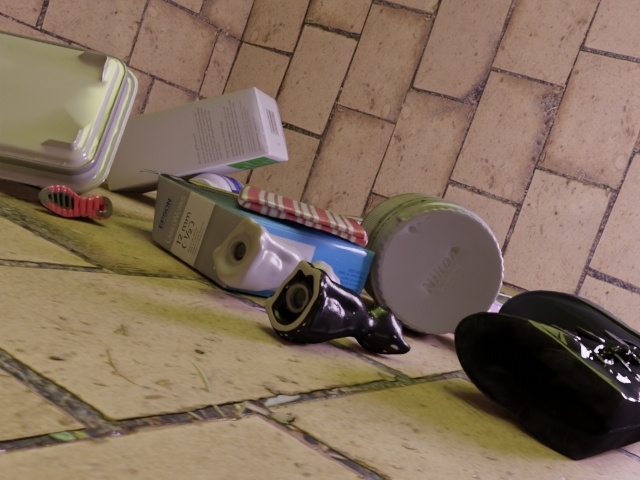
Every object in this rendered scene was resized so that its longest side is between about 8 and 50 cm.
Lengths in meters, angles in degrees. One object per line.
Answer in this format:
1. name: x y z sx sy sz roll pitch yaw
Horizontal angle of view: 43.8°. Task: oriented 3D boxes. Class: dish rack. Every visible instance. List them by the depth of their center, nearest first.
1. dish rack: -0.481 -0.228 1.268 0.333 0.285 0.072 11 -33 -4

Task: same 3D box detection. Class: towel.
1. towel: -0.029 -0.036 1.183 0.197 0.029 0.144 17 7 -5

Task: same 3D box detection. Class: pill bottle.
1. pill bottle: -0.234 -0.089 1.718 0.112 0.112 0.187 21 6 11

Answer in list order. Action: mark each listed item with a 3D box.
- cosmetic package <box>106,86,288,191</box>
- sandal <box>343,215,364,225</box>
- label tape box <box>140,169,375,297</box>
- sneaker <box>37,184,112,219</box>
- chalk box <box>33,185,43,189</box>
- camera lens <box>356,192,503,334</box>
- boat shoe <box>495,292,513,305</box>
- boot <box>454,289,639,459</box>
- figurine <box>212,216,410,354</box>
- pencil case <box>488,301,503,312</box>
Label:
1. cosmetic package: -0.278 -0.215 1.757 0.366 0.155 0.197 -13 0 12
2. sandal: -0.002 0.001 1.849 0.303 0.086 0.120 -6 -12 -39
3. label tape box: -0.122 -0.006 1.272 0.249 0.115 0.348 15 5 -41
4. sneaker: -0.382 -0.053 1.217 0.057 0.047 0.119 -6 -15 43
5. chalk box: -0.492 -0.188 1.436 0.180 0.179 0.289 20 6 -12
6. camera lens: 0.175 0.034 1.349 0.219 0.219 0.274 19 5 -6
7. boat shoe: 0.334 0.137 1.530 0.219 0.077 0.070 18 33 13
8. boot: 0.310 0.160 1.099 0.367 0.146 0.445 22 9 40
9. figurine: -0.006 0.069 1.022 0.209 0.092 0.215 27 7 -45
10. pencil case: 0.350 0.160 1.439 0.206 0.088 0.086 20 15 12
